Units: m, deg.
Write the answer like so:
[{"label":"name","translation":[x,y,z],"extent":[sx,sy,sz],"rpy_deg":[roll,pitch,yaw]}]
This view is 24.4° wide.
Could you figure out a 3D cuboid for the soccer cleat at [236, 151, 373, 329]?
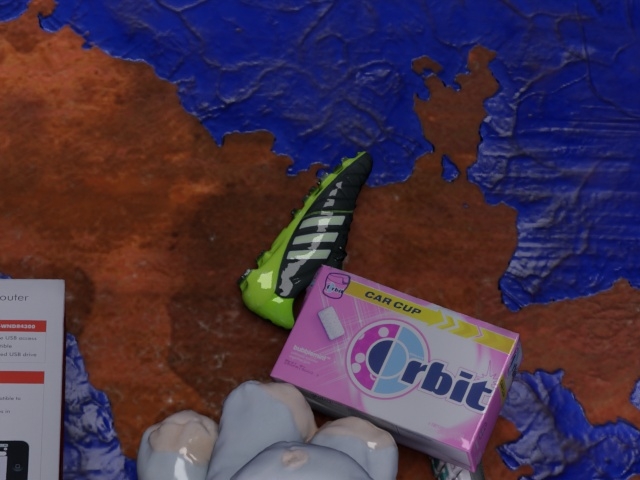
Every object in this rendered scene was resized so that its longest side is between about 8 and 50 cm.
[{"label":"soccer cleat","translation":[0.000,0.000,1.312],"extent":[0.072,0.060,0.179],"rpy_deg":[38,74,-3]}]

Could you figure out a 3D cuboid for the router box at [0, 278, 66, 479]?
[{"label":"router box","translation":[-0.362,0.167,1.124],"extent":[0.335,0.082,0.301],"rpy_deg":[1,49,-8]}]

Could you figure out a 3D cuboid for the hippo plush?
[{"label":"hippo plush","translation":[-0.068,0.213,1.087],"extent":[0.294,0.236,0.234],"rpy_deg":[-30,74,-7]}]

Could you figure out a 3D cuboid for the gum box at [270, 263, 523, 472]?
[{"label":"gum box","translation":[0.059,0.103,1.220],"extent":[0.188,0.062,0.107],"rpy_deg":[19,70,18]}]

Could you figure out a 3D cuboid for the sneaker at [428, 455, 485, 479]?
[{"label":"sneaker","translation":[0.126,0.149,1.266],"extent":[0.076,0.065,0.166],"rpy_deg":[-9,71,-16]}]
